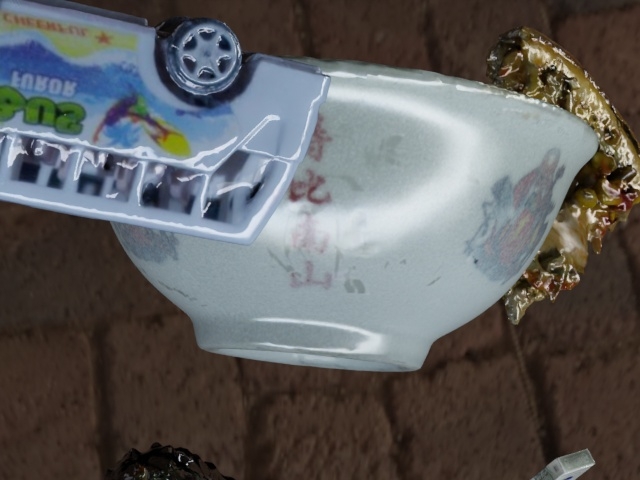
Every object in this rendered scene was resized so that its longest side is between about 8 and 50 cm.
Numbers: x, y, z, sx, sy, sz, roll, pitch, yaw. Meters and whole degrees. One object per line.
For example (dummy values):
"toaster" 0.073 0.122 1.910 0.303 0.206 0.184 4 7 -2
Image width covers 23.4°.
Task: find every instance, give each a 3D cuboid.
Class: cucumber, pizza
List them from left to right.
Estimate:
"cucumber" -0.044 0.093 0.494 0.053 0.181 0.053 -2 74 6
"pizza" 0.226 -0.084 1.532 0.074 0.251 0.288 -13 26 40

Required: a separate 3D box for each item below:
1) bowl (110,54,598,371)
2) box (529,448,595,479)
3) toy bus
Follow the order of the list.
"bowl" 0.000 0.000 1.241 0.434 0.435 0.196 5 83 1
"box" 0.289 0.285 1.884 0.054 0.083 0.024 -9 62 -34
"toy bus" -0.166 -0.089 0.948 0.329 0.109 0.136 11 95 -16
